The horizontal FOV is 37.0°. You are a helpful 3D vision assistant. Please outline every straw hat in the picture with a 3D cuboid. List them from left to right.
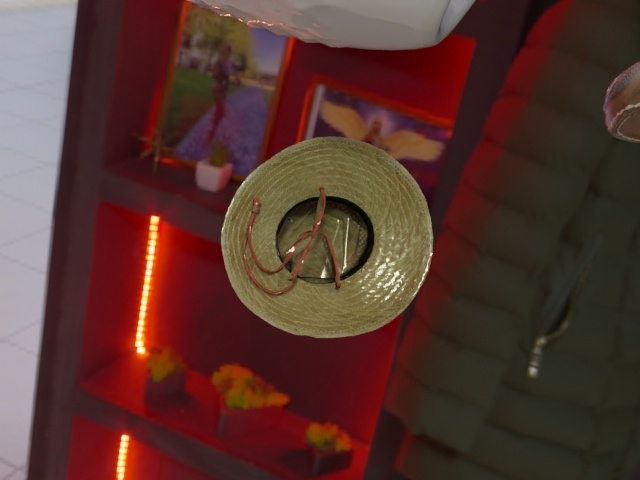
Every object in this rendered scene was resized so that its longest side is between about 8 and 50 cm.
[{"bbox_3d":[0.000,0.000,0.662,0.144,0.144,0.061,8,-7,-11],"label":"straw hat"}]

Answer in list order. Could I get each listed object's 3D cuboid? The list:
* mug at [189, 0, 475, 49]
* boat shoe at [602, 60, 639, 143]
[{"bbox_3d":[-0.004,-0.305,0.534,0.328,0.374,0.276,34,-1,5],"label":"mug"},{"bbox_3d":[0.374,-0.077,0.701,0.324,0.116,0.123,4,-17,6],"label":"boat shoe"}]
